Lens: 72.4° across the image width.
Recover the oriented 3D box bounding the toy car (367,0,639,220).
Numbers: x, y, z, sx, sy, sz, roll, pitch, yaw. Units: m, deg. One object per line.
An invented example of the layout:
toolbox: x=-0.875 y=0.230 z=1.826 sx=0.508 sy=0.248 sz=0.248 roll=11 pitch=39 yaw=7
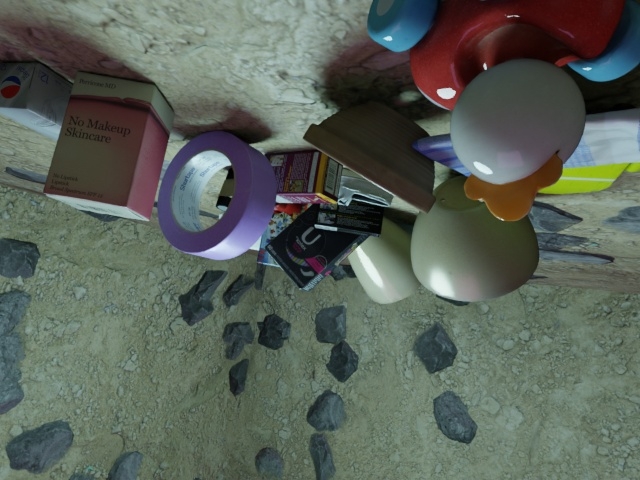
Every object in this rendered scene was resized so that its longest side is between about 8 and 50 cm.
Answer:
toy car: x=0.170 y=-0.135 z=0.426 sx=0.219 sy=0.238 sz=0.210 roll=15 pitch=170 yaw=-30

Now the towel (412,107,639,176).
towel: x=0.299 y=-0.123 z=0.595 sx=0.285 sy=0.034 sz=0.209 roll=1 pitch=179 yaw=37

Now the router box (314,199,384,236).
router box: x=0.082 y=-0.088 z=1.175 sx=0.179 sy=0.133 sz=0.046 roll=9 pitch=171 yaw=3

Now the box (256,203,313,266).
box: x=-0.110 y=-0.027 z=1.440 sx=0.159 sy=0.233 sz=0.044 roll=10 pitch=171 yaw=-3

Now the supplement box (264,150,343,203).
supplement box: x=-0.049 y=-0.146 z=1.030 sx=0.188 sy=0.104 sz=0.081 roll=4 pitch=170 yaw=35

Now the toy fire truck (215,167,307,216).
toy fire truck: x=-0.134 y=-0.120 z=1.252 sx=0.217 sy=0.158 sz=0.246 roll=1 pitch=158 yaw=41

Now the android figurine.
android figurine: x=0.411 y=-0.141 z=0.729 sx=0.248 sy=0.056 sz=0.273 roll=5 pitch=168 yaw=20

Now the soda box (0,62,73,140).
soda box: x=-0.506 y=-0.248 z=0.900 sx=0.098 sy=0.091 sz=0.286 roll=7 pitch=171 yaw=15

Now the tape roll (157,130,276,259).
tape roll: x=-0.234 y=-0.098 z=0.973 sx=0.275 sy=0.275 sz=0.090 roll=4 pitch=171 yaw=31

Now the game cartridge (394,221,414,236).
game cartridge: x=0.373 y=-0.008 z=1.667 sx=0.294 sy=0.060 sz=0.196 roll=13 pitch=167 yaw=-23

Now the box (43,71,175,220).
box: x=-0.383 y=-0.168 z=0.814 sx=0.149 sy=0.232 sz=0.127 roll=9 pitch=171 yaw=-1

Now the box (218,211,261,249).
box: x=-0.271 y=-0.052 z=1.638 sx=0.182 sy=0.119 sz=0.181 roll=9 pitch=-165 yaw=3

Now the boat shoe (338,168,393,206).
boat shoe: x=0.073 y=-0.128 z=1.094 sx=0.227 sy=0.081 sz=0.079 roll=8 pitch=171 yaw=3

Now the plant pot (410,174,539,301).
plant pot: x=0.330 y=-0.033 z=0.979 sx=0.284 sy=0.284 sz=0.191 roll=4 pitch=134 yaw=32

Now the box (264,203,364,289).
box: x=0.000 y=0.000 z=1.266 sx=0.165 sy=0.270 sz=0.143 roll=47 pitch=177 yaw=11

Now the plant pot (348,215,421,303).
plant pot: x=0.187 y=0.027 z=1.451 sx=0.256 sy=0.256 sz=0.274 roll=-1 pitch=140 yaw=49

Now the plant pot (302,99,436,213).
plant pot: x=0.098 y=-0.149 z=0.706 sx=0.237 sy=0.110 sz=0.237 roll=29 pitch=-169 yaw=-6
